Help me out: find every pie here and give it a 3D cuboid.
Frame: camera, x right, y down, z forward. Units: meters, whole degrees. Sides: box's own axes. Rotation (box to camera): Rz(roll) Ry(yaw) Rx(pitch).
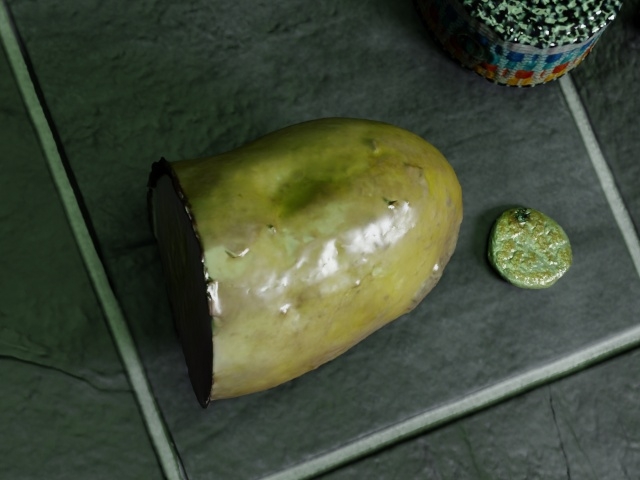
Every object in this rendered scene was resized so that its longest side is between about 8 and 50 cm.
[{"bbox_3d":[0.196,0.008,1.483,0.085,0.017,0.085,5,74,-17],"label":"pie"}]

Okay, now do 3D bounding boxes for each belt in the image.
[{"bbox_3d":[0.185,-0.281,1.481,0.207,0.150,0.257,-2,77,-8],"label":"belt"}]

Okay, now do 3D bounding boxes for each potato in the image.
[{"bbox_3d":[0.000,0.000,1.321,0.266,0.229,0.229,-15,82,-16],"label":"potato"}]
